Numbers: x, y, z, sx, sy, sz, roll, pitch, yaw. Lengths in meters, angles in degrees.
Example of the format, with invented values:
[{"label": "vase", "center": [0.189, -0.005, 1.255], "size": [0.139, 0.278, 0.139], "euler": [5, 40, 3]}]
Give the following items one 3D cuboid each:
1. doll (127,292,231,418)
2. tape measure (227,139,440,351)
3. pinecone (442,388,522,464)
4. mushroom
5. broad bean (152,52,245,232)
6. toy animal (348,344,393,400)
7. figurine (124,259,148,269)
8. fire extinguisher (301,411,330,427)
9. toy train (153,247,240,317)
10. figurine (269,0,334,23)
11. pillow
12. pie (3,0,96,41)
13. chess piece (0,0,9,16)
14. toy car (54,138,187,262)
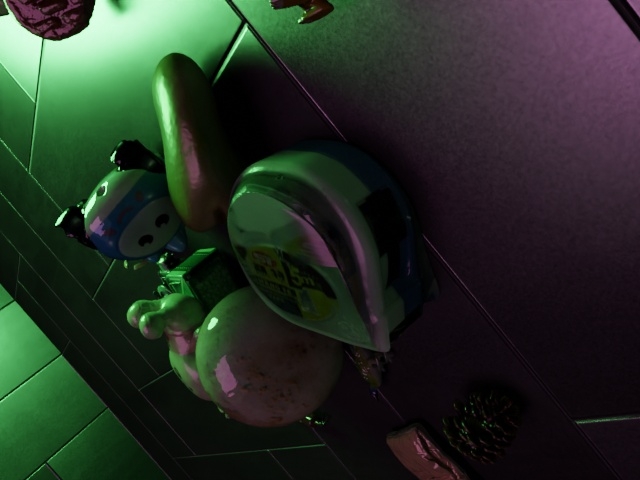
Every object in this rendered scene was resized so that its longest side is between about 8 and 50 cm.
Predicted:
[{"label": "doll", "center": [-0.222, 0.200, 0.988], "size": [0.154, 0.113, 0.275], "euler": [-1, 129, 55]}, {"label": "tape measure", "center": [0.000, 0.002, 0.724], "size": [0.259, 0.138, 0.262], "euler": [10, 130, 38]}, {"label": "pinecone", "center": [0.233, 0.263, 0.764], "size": [0.102, 0.102, 0.109], "euler": [49, 133, -1]}, {"label": "mushroom", "center": [-0.088, 0.182, 0.920], "size": [0.243, 0.243, 0.244], "euler": [27, 139, 26]}, {"label": "broad bean", "center": [-0.182, -0.131, 0.781], "size": [0.189, 0.121, 0.263], "euler": [-128, 17, -63]}, {"label": "toy animal", "center": [0.074, 0.173, 0.884], "size": [0.075, 0.041, 0.217], "euler": [4, 122, 51]}, {"label": "figurine", "center": [-0.429, -0.005, 1.176], "size": [0.132, 0.132, 0.154], "euler": [16, 145, 36]}, {"label": "fire extinguisher", "center": [-0.044, 0.387, 1.205], "size": [0.173, 0.035, 0.049], "euler": [9, 125, 45]}, {"label": "toy train", "center": [-0.224, 0.132, 1.095], "size": [0.154, 0.115, 0.270], "euler": [-7, 117, 39]}, {"label": "figurine", "center": [-0.027, -0.313, 0.517], "size": [0.122, 0.121, 0.176], "euler": [-33, 87, 25]}, {"label": "pillow", "center": [0.221, 0.421, 0.962], "size": [0.232, 0.043, 0.126], "euler": [43, 148, 3]}, {"label": "pie", "center": [-0.418, -0.381, 0.823], "size": [0.154, 0.036, 0.155], "euler": [1, 121, 2]}, {"label": "chess piece", "center": [-0.526, -0.483, 0.830], "size": [0.133, 0.133, 0.243], "euler": [23, 133, 29]}, {"label": "toy car", "center": [-0.303, -0.050, 0.920], "size": [0.190, 0.188, 0.255], "euler": [40, 176, -16]}]
